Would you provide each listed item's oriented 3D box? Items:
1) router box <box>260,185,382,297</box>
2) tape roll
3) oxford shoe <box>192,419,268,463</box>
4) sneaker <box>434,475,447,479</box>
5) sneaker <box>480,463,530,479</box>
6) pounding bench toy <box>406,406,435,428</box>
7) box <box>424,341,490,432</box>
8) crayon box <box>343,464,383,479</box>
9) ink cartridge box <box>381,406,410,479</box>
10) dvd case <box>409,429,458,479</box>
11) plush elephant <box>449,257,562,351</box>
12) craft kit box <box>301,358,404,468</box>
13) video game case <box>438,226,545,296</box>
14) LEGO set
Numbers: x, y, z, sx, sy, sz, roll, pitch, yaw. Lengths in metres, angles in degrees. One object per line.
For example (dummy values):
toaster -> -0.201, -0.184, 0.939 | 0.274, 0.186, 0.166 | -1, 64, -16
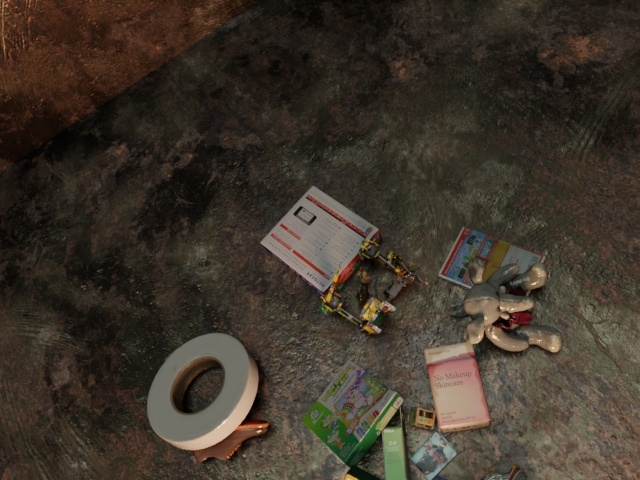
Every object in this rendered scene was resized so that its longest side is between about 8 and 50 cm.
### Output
router box -> 0.000, 0.000, 1.997 | 0.335, 0.082, 0.301 | 37, 79, 29
tape roll -> -0.391, 0.490, 1.816 | 0.392, 0.072, 0.392 | -16, 45, 17
oxford shoe -> -0.284, 0.643, 1.762 | 0.271, 0.097, 0.098 | -19, 78, 13
sneaker -> 0.297, 0.759, 1.535 | 0.209, 0.069, 0.082 | -55, 30, -5
sneaker -> 0.465, 0.688, 1.509 | 0.225, 0.088, 0.092 | -20, 54, -4
pounding bench toy -> 0.302, 0.535, 1.651 | 0.065, 0.083, 0.052 | 17, 69, -10
box -> 0.404, 0.435, 1.624 | 0.149, 0.127, 0.232 | -13, 61, 11
crayon box -> 0.187, 0.776, 1.463 | 0.323, 0.083, 0.203 | 22, 94, 18
ink cartridge box -> 0.219, 0.603, 1.604 | 0.062, 0.109, 0.209 | -8, 62, 12
dvd case -> 0.332, 0.631, 1.611 | 0.119, 0.013, 0.087 | -41, 60, -7
plush elephant -> 0.529, 0.191, 1.618 | 0.330, 0.255, 0.271 | -4, 78, 21
craft kit box -> 0.093, 0.516, 1.661 | 0.250, 0.061, 0.247 | -51, 30, -12
video game case -> 0.563, 0.088, 1.813 | 0.285, 0.025, 0.204 | 23, 73, 26
LEGO set -> 0.165, 0.148, 1.769 | 0.255, 0.192, 0.331 | 44, 78, 5
